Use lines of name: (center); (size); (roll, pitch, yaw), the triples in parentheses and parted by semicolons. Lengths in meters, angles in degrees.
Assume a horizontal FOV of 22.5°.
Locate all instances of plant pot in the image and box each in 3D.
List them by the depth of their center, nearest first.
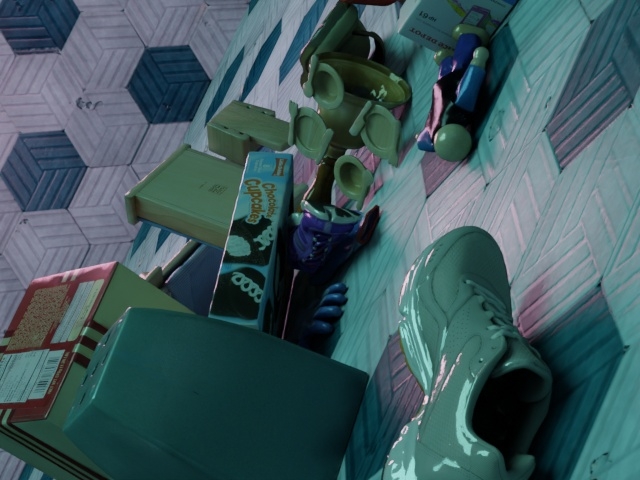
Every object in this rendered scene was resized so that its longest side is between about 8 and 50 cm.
plant pot: (-0.111, 0.171, 1.530); (0.166, 0.234, 0.165); (-44, 22, 57)

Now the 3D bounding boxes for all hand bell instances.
hand bell: (0.013, -0.091, 1.940); (0.126, 0.126, 0.242); (-87, 14, -62)

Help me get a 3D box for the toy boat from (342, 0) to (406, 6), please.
toy boat: (0.133, -0.396, 1.877); (0.267, 0.148, 0.318); (60, 140, 28)

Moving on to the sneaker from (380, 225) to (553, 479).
sneaker: (0.121, 0.087, 1.139); (0.121, 0.099, 0.262); (-40, 33, 43)

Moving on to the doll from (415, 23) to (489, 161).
doll: (0.136, -0.146, 1.618); (0.129, 0.046, 0.189); (-54, 15, 39)

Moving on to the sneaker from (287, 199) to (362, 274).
sneaker: (0.000, 0.000, 1.776); (0.170, 0.068, 0.071); (135, 148, -75)

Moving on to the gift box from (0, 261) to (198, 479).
gift box: (-0.246, 0.198, 1.994); (0.276, 0.258, 0.255); (-4, 56, 53)

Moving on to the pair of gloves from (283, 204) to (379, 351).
pair of gloves: (0.006, 0.046, 1.802); (0.198, 0.023, 0.159); (-67, 13, -20)

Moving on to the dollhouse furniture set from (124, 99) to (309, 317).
dollhouse furniture set: (-0.106, 0.025, 2.200); (0.286, 0.198, 0.303); (-46, -33, -41)

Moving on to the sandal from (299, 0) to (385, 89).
sandal: (0.034, -0.230, 2.068); (0.120, 0.086, 0.303); (-59, -3, 3)

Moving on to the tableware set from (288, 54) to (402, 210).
tableware set: (0.024, -0.122, 1.833); (0.020, 0.169, 0.141); (-26, -31, -39)

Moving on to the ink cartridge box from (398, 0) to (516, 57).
ink cartridge box: (0.148, -0.253, 1.687); (0.122, 0.088, 0.052); (-54, 19, 38)

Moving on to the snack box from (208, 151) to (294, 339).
snack box: (-0.075, 0.063, 1.830); (0.322, 0.060, 0.187); (-81, -7, -53)
